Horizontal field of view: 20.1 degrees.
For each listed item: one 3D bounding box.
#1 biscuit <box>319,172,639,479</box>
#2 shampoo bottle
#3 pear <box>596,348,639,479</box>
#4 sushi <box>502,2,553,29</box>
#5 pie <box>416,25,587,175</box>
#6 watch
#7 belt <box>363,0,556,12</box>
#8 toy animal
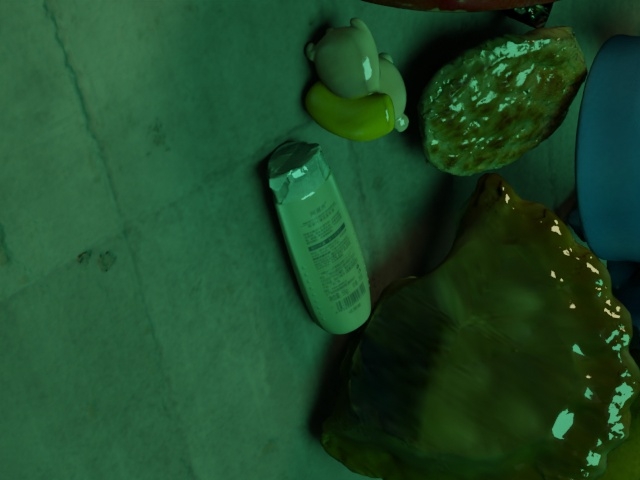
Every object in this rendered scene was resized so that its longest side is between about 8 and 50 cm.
[{"bbox_3d":[0.150,0.101,1.790,0.078,0.329,0.335,4,82,-74],"label":"biscuit"},{"bbox_3d":[0.000,0.000,1.724,0.072,0.049,0.212,-31,130,-16],"label":"shampoo bottle"},{"bbox_3d":[0.382,0.305,2.027,0.413,0.352,0.352,-49,135,-4],"label":"pear"},{"bbox_3d":[0.195,-0.265,1.753,0.083,0.056,0.084,29,93,-38],"label":"sushi"},{"bbox_3d":[0.175,-0.145,1.757,0.193,0.079,0.163,-22,149,-21],"label":"pie"},{"bbox_3d":[0.342,-0.052,1.814,0.274,0.241,0.305,66,36,-44],"label":"watch"},{"bbox_3d":[0.140,-0.294,1.569,0.324,0.227,0.115,-18,127,-37],"label":"belt"},{"bbox_3d":[0.035,-0.146,1.668,0.082,0.091,0.114,-28,99,-49],"label":"toy animal"}]
